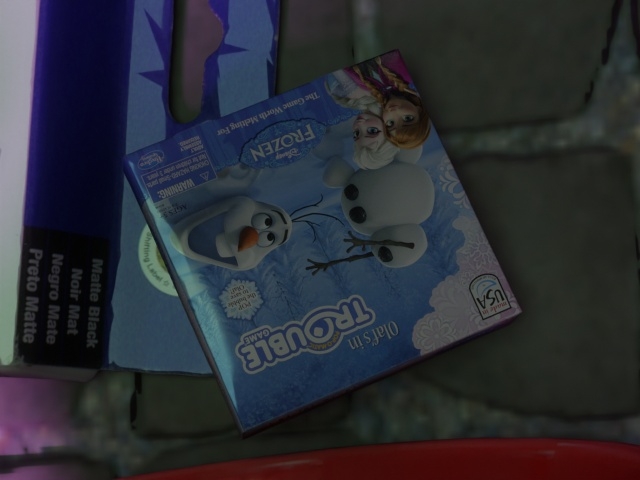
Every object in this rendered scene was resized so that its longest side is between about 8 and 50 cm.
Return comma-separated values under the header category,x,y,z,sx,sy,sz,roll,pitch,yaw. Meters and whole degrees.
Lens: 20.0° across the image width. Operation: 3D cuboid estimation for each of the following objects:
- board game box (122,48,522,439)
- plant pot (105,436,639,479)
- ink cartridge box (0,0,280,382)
category,x,y,z,sx,sy,sz,roll,pitch,yaw
board game box,0.000,0.000,0.539,0.090,0.020,0.090,-23,81,-10
plant pot,-0.024,0.191,0.430,0.275,0.275,0.243,-10,91,12
ink cartridge box,-0.125,-0.069,0.575,0.224,0.045,0.223,1,85,13
